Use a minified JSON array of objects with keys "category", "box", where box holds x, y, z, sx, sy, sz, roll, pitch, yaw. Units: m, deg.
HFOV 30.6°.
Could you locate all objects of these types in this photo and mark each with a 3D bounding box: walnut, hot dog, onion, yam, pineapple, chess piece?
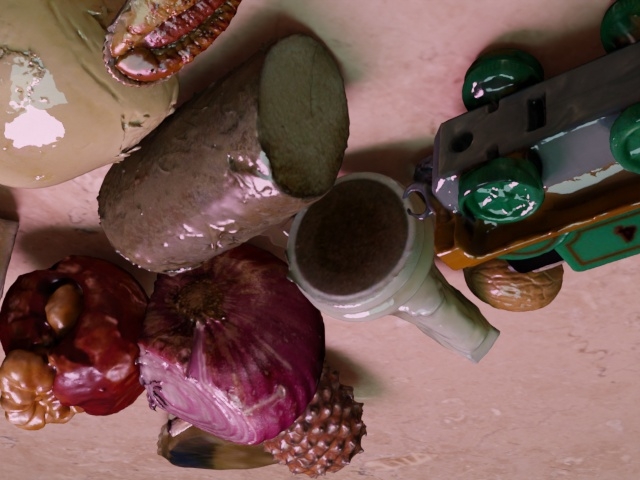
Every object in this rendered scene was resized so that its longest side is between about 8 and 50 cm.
[{"category":"walnut","box":[-0.324,0.152,1.573,0.221,0.244,0.269,21,163,16]},{"category":"walnut","box":[0.236,0.040,1.438,0.124,0.105,0.105,4,150,-9]},{"category":"hot dog","box":[-0.123,-0.215,1.046,0.192,0.053,0.099,-46,134,11]},{"category":"onion","box":[-0.106,0.128,1.491,0.230,0.256,0.272,6,168,11]},{"category":"yam","box":[-0.097,-0.082,1.234,0.168,0.168,0.304,28,144,-31]},{"category":"pineapple","box":[-0.063,0.216,1.748,0.175,0.175,0.361,-13,135,30]},{"category":"chess piece","box":[0.098,0.047,1.398,0.175,0.176,0.298,-10,153,26]}]

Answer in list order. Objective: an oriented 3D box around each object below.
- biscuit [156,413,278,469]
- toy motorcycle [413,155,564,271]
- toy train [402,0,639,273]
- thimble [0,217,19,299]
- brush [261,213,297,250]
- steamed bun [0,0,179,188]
[{"category":"biscuit","box":[-0.155,0.326,2.015,0.329,0.078,0.335,-4,150,10]},{"category":"toy motorcycle","box":[0.210,-0.027,1.338,0.229,0.094,0.130,18,154,1]},{"category":"toy train","box":[0.286,-0.077,1.132,0.429,0.178,0.249,-21,134,31]},{"category":"thimble","box":[-0.487,0.080,1.490,0.150,0.271,0.271,14,149,-14]},{"category":"brush","box":[0.000,0.000,1.458,0.084,0.071,0.301,1,157,37]},{"category":"steamed bun","box":[-0.280,-0.160,1.138,0.232,0.166,0.273,-12,145,31]}]
